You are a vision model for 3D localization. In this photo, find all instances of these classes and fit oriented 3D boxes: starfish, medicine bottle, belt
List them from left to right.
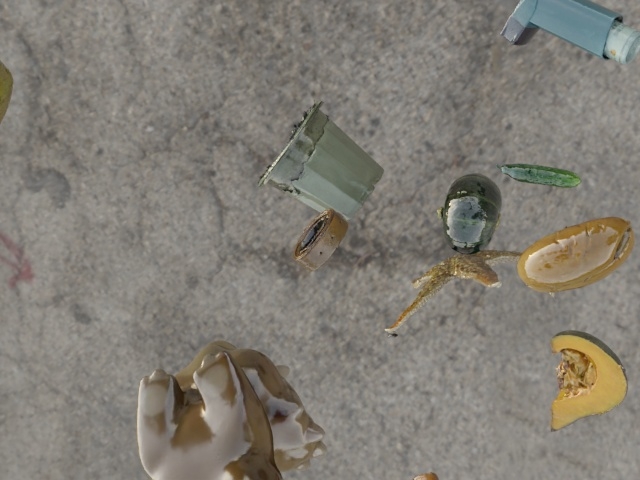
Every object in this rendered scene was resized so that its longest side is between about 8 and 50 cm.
[{"bbox_3d":[0.000,0.000,1.036,0.036,0.083,0.059,39,173,-23],"label":"belt"},{"bbox_3d":[0.326,0.105,1.821,0.398,0.384,0.132,-10,104,28],"label":"starfish"},{"bbox_3d":[0.468,-0.395,1.479,0.258,0.079,0.124,35,129,30],"label":"medicine bottle"}]

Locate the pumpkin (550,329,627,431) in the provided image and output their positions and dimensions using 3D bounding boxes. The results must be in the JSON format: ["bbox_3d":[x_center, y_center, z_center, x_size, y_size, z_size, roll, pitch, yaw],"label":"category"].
[{"bbox_3d":[0.590,0.303,1.691,0.163,0.111,0.279,16,125,39],"label":"pumpkin"}]

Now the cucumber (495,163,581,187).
[{"bbox_3d":[0.393,-0.119,1.425,0.155,0.037,0.037,13,120,25],"label":"cucumber"}]

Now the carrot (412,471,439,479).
[{"bbox_3d":[0.256,0.597,1.704,0.087,0.193,0.087,-6,129,-7],"label":"carrot"}]

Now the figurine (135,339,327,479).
[{"bbox_3d":[-0.079,0.222,0.790,0.177,0.173,0.247,-38,56,6],"label":"figurine"}]

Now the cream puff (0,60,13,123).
[{"bbox_3d":[-0.396,-0.108,0.634,0.323,0.269,0.274,-48,44,16],"label":"cream puff"}]

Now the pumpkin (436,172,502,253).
[{"bbox_3d":[0.305,-0.055,1.609,0.125,0.167,0.167,29,127,10],"label":"pumpkin"}]

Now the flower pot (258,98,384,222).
[{"bbox_3d":[0.010,-0.182,2.030,0.259,0.290,0.290,37,130,-5],"label":"flower pot"}]

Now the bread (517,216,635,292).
[{"bbox_3d":[0.380,0.030,1.179,0.114,0.077,0.189,34,136,-29],"label":"bread"}]
